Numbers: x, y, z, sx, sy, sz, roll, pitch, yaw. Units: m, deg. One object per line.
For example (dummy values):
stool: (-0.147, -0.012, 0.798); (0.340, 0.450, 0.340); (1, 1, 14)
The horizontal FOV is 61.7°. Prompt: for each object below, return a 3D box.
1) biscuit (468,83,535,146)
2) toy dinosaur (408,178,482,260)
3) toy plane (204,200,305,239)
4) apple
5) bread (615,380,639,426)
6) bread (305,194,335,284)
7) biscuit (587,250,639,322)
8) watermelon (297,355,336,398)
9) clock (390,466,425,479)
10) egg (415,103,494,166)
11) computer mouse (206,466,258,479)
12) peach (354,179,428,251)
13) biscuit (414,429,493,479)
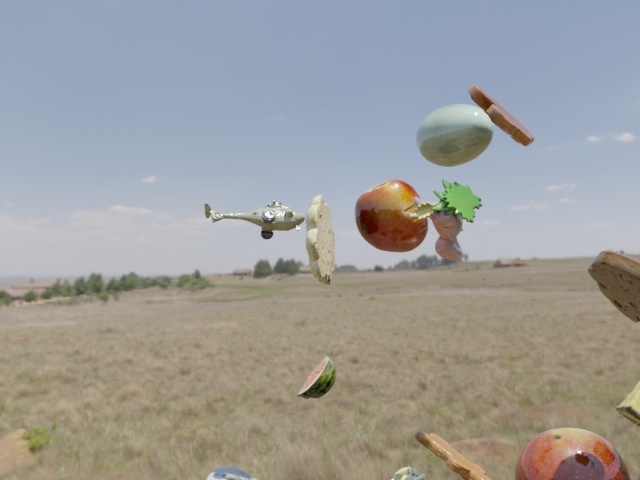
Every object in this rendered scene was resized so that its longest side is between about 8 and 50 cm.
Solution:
biscuit: (0.574, -0.376, 1.679); (0.334, 0.202, 0.047); (11, -49, -48)
toy dinosaur: (0.323, -0.057, 1.379); (0.194, 0.152, 0.177); (33, -44, -4)
toy plane: (-0.187, -0.069, 1.542); (0.286, 0.108, 0.092); (-2, -38, -9)
apple: (0.802, 0.776, 1.709); (0.348, 0.348, 0.277); (-3, 27, 15)
bread: (1.073, 0.476, 1.658); (0.167, 0.264, 0.163); (36, -5, 23)
bread: (0.000, 0.000, 1.841); (0.054, 0.316, 0.316); (-4, -5, 14)
biscuit: (0.867, 0.167, 1.394); (0.381, 0.074, 0.359); (41, 4, -16)
watermelon: (0.009, 0.433, 1.661); (0.163, 0.069, 0.087); (-49, 8, -30)
clock: (0.322, 0.861, 1.668); (0.120, 0.276, 0.379); (-26, 36, -6)
egg: (0.498, -0.390, 1.995); (0.230, 0.230, 0.371); (0, 3, -21)
computer mouse: (-0.204, 0.778, 1.565); (0.121, 0.297, 0.184); (-42, -3, 13)
peach: (0.257, -0.075, 1.968); (0.245, 0.275, 0.248); (-28, 2, -1)
biscuit: (0.342, 0.552, 1.311); (0.250, 0.036, 0.165); (28, -3, 45)
